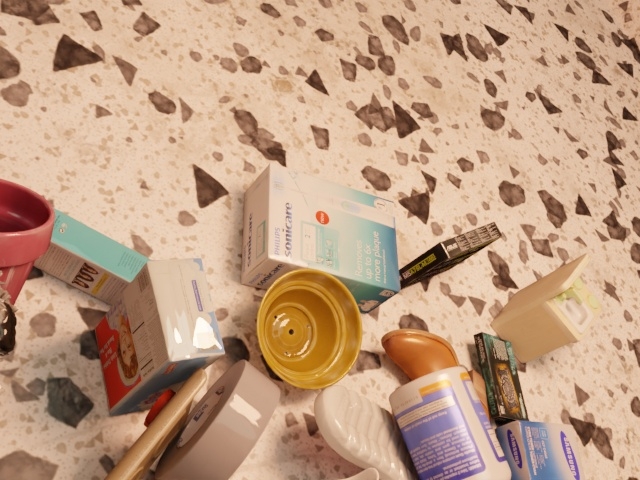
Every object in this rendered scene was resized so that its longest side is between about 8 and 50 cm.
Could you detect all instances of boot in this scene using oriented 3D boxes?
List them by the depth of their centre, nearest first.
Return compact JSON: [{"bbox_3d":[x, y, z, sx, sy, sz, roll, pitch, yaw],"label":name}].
[{"bbox_3d":[0.222,0.318,1.472,0.283,0.109,0.220,41,39,-25],"label":"boot"}]

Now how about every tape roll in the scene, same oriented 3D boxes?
[{"bbox_3d":[-0.157,0.291,1.155,0.072,0.219,0.219,39,49,-8],"label":"tape roll"}]

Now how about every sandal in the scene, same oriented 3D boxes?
[{"bbox_3d":[0.115,0.399,1.357,0.416,0.102,0.169,46,26,-24],"label":"sandal"}]

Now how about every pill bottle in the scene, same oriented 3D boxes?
[{"bbox_3d":[0.234,0.370,1.305,0.152,0.152,0.272,-5,64,-36],"label":"pill bottle"}]

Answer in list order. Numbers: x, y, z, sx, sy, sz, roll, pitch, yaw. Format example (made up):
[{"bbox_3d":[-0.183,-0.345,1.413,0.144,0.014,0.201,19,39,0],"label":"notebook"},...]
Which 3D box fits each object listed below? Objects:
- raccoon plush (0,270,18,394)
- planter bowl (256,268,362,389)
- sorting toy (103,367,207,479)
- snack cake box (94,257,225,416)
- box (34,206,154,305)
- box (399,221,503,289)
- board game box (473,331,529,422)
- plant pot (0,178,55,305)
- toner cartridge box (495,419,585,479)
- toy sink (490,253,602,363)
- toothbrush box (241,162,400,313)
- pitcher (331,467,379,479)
[{"bbox_3d":[-0.541,0.096,0.974,0.216,0.299,0.447,-17,70,-34],"label":"raccoon plush"},{"bbox_3d":[-0.036,0.164,1.385,0.217,0.090,0.217,7,77,-29],"label":"planter bowl"},{"bbox_3d":[-0.277,0.325,1.044,0.041,0.229,0.307,36,52,4],"label":"sorting toy"},{"bbox_3d":[-0.252,0.151,1.141,0.089,0.264,0.152,-3,66,-36],"label":"snack cake box"},{"bbox_3d":[-0.366,0.040,1.240,0.244,0.100,0.060,30,50,-17],"label":"box"},{"bbox_3d":[0.268,0.035,1.620,0.190,0.184,0.045,-18,74,-39],"label":"box"},{"bbox_3d":[0.392,0.299,1.634,0.126,0.026,0.186,22,51,-43],"label":"board game box"},{"bbox_3d":[-0.500,0.024,1.079,0.201,0.180,0.201,17,21,-7],"label":"plant pot"},{"bbox_3d":[0.469,0.548,1.526,0.165,0.075,0.348,12,57,-30],"label":"toner cartridge box"},{"bbox_3d":[0.530,0.158,1.694,0.131,0.234,0.152,50,47,2],"label":"toy sink"},{"bbox_3d":[0.000,0.000,1.499,0.295,0.126,0.217,16,56,-25],"label":"toothbrush box"},{"bbox_3d":[0.040,0.491,1.238,0.125,0.177,0.207,-30,106,-62],"label":"pitcher"}]
